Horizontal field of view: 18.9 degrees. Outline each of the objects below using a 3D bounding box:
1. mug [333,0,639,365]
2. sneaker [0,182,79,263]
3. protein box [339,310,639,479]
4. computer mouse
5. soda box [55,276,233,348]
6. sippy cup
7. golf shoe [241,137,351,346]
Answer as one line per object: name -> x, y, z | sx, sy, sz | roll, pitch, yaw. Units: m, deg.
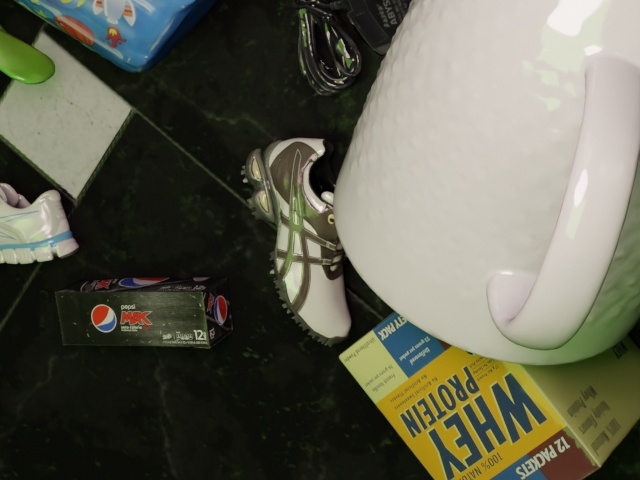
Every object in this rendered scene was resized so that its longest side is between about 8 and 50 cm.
mug -> 0.181, -0.082, 1.437 | 0.276, 0.374, 0.328 | 16, 131, -7
sneaker -> -0.334, -0.015, 1.929 | 0.190, 0.071, 0.083 | -7, 96, 18
protein box -> 0.160, 0.112, 1.652 | 0.136, 0.200, 0.201 | -40, 86, 31
computer mouse -> 0.081, -0.239, 1.665 | 0.272, 0.072, 0.188 | -8, 104, 39
soda box -> -0.173, 0.069, 1.879 | 0.169, 0.053, 0.060 | -1, 104, 25
sippy cup -> -0.191, -0.275, 1.702 | 0.224, 0.240, 0.305 | 40, 157, -2
golf shoe -> 0.000, 0.000, 1.765 | 0.094, 0.077, 0.198 | -17, 99, 28
